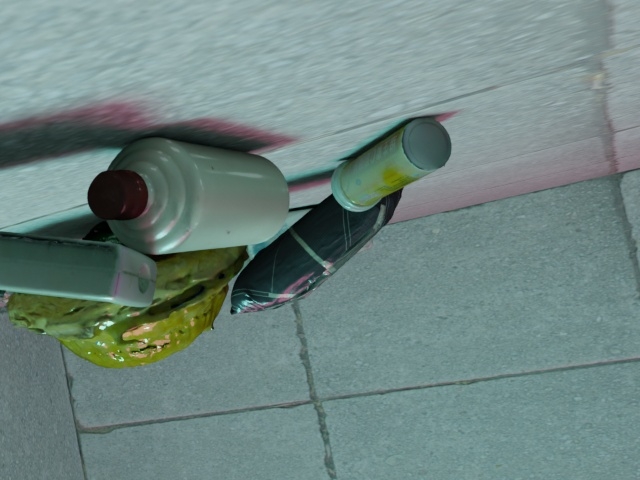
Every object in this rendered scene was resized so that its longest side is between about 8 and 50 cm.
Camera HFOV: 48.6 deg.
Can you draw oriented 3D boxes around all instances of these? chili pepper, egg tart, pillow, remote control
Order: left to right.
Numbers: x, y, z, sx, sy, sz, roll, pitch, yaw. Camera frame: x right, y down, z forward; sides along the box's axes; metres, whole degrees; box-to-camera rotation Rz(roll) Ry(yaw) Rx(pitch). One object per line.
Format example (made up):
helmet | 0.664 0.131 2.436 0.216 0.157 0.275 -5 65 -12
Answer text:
remote control | -0.311 0.013 0.561 0.343 0.050 0.145 6 173 -1
egg tart | -0.288 0.082 1.122 0.387 0.169 0.388 -13 -161 4
chili pepper | -0.260 -0.017 1.037 0.224 0.061 0.098 -16 -178 39
pillow | 0.000 0.000 1.069 0.335 0.093 0.161 -39 -171 6

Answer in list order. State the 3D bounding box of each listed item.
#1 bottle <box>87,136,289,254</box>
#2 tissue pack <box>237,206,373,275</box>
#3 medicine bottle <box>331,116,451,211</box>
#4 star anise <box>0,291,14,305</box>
bottle | -0.123 -0.040 0.667 0.104 0.104 0.245 -12 177 22
tissue pack | -0.046 -0.002 1.547 0.271 0.124 0.201 -9 178 -18
medicine bottle | 0.083 -0.090 0.871 0.073 0.074 0.218 -10 175 -20
star anise | -0.604 0.085 1.348 0.229 0.093 0.236 -13 179 13
